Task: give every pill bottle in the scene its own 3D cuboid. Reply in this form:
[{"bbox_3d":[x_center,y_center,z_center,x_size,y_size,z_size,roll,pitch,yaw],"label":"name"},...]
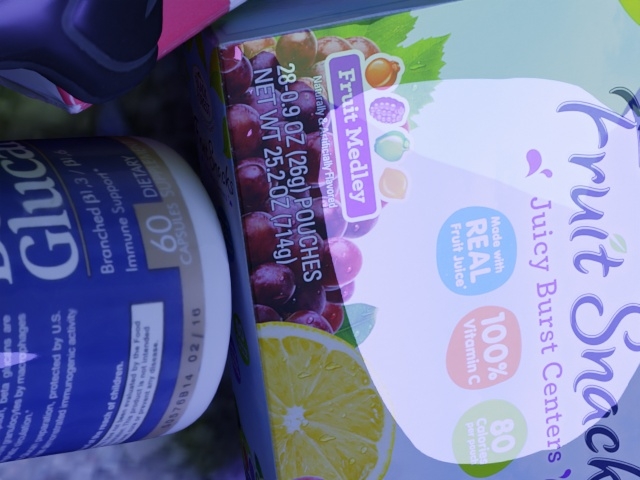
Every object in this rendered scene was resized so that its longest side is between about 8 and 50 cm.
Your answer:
[{"bbox_3d":[-0.118,0.020,0.469,0.169,0.094,0.094,-6,106,-34],"label":"pill bottle"}]

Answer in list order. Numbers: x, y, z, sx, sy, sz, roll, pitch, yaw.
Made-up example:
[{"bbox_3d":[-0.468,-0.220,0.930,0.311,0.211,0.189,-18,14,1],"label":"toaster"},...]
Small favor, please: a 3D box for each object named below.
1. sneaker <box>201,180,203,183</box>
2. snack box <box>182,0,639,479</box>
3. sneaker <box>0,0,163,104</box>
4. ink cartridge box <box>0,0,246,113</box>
[{"bbox_3d":[0.000,0.000,0.585,0.098,0.038,0.069,-22,116,-18],"label":"sneaker"},{"bbox_3d":[0.057,0.012,0.529,0.174,0.070,0.207,-11,114,-12],"label":"snack box"},{"bbox_3d":[-0.169,-0.042,0.358,0.293,0.102,0.146,-13,122,2],"label":"sneaker"},{"bbox_3d":[-0.032,-0.176,0.471,0.237,0.100,0.172,-37,121,-20],"label":"ink cartridge box"}]
